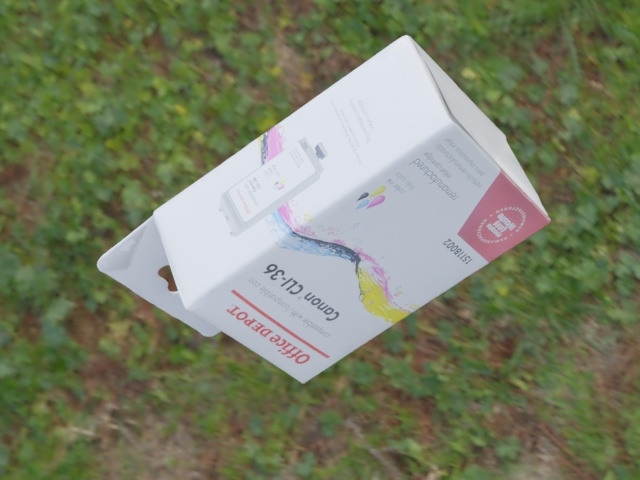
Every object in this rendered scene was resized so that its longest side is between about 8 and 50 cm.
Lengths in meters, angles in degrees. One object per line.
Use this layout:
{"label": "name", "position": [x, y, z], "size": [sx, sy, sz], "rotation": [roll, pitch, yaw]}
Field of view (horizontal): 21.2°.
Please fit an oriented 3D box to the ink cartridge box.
{"label": "ink cartridge box", "position": [0.000, 0.000, 0.857], "size": [0.198, 0.115, 0.067], "rotation": [-34, 52, 15]}
